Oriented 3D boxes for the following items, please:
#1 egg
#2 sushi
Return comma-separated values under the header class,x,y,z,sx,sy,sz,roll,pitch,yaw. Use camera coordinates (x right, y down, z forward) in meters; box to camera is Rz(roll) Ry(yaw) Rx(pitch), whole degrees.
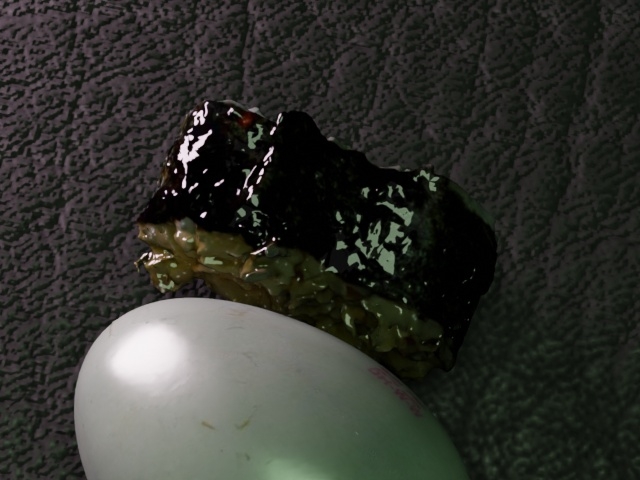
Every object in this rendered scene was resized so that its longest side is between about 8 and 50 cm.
class,x,y,z,sx,sy,sz,roll,pitch,yaw
egg,-0.028,0.137,1.018,0.264,0.183,0.183,38,75,17
sushi,0.000,0.000,1.080,0.212,0.147,0.115,24,69,-3
